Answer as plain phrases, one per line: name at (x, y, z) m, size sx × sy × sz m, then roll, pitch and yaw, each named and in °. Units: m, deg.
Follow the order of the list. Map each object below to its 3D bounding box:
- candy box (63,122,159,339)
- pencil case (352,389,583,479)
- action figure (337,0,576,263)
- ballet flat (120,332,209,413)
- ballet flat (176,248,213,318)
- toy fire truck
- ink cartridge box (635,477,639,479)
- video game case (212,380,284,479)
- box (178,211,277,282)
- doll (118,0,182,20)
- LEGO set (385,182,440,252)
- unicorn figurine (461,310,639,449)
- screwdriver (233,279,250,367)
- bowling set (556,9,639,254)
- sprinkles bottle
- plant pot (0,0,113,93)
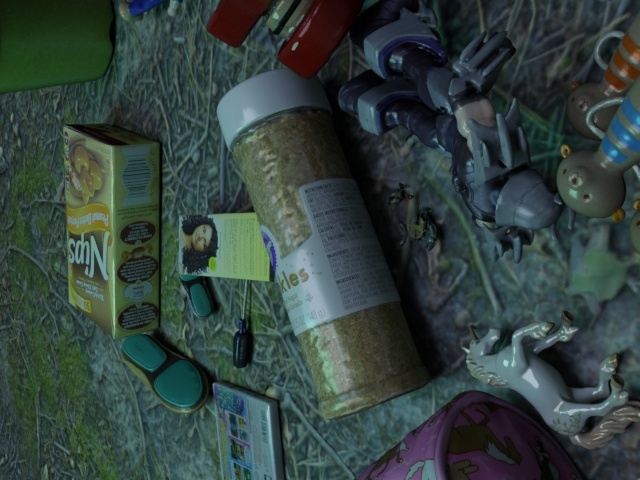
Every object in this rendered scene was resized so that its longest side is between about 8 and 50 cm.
candy box at (-0.344, -0.021, 1.207) m, size 0.183 × 0.087 × 0.317 m, roll 23°, pitch 115°, yaw 46°
pencil case at (0.083, 0.304, 0.711) m, size 0.167 × 0.160 × 0.386 m, roll 37°, pitch 129°, yaw 4°
action figure at (0.113, -0.098, 0.600) m, size 0.185 × 0.099 × 0.285 m, roll 82°, pitch 161°, yaw -45°
ballet flat at (-0.235, 0.217, 1.156) m, size 0.232 × 0.080 × 0.073 m, roll 30°, pitch 148°, yaw 46°
ballet flat at (-0.186, 0.062, 1.077) m, size 0.041 × 0.041 × 0.114 m, roll -29°, pitch 74°, yaw 49°
toy fire truck at (0.001, -0.311, 0.645) m, size 0.302 × 0.169 × 0.254 m, roll -37°, pitch 25°, yaw 56°
ink cartridge box at (0.268, 0.234, 0.307) m, size 0.226 × 0.306 × 0.131 m, roll -99°, pitch 31°, yaw -46°
video game case at (-0.102, 0.288, 1.037) m, size 0.143 × 0.019 × 0.157 m, roll 5°, pitch 102°, yaw 50°
box at (-0.103, 0.007, 0.940) m, size 0.232 × 0.058 × 0.087 m, roll -1°, pitch 88°, yaw 50°
doll at (-0.213, -0.366, 1.009) m, size 0.189 × 0.046 × 0.129 m, roll -20°, pitch 73°, yaw 44°
LEGO set at (0.096, -0.020, 0.735) m, size 0.054 × 0.023 × 0.083 m, roll -38°, pitch 56°, yaw 45°
unicorn figurine at (0.185, 0.110, 0.620) m, size 0.162 × 0.060 × 0.111 m, roll 56°, pitch 135°, yaw 27°
screwdriver at (-0.106, 0.093, 0.999) m, size 0.025 × 0.024 × 0.170 m, roll 6°, pitch 102°, yaw 20°
bowling set at (0.217, -0.030, 0.454) m, size 0.287 × 0.199 × 0.154 m, roll 59°, pitch 138°, yaw 29°
sprinkles bottle at (0.000, 0.000, 0.773) m, size 0.121 × 0.121 × 0.355 m, roll -33°, pitch 73°, yaw 48°
plant pot at (-0.484, -0.348, 1.176) m, size 0.276 × 0.253 × 0.276 m, roll 15°, pitch 110°, yaw 49°
